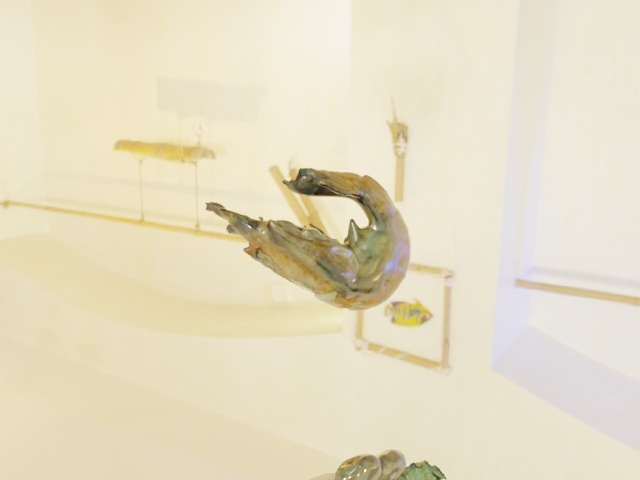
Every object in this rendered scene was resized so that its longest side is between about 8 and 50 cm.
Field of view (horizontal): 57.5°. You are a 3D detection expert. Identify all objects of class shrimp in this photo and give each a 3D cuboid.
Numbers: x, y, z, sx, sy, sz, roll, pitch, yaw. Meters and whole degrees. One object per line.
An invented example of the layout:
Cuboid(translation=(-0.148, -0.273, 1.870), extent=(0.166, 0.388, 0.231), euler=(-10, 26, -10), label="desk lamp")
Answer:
Cuboid(translation=(0.011, -0.013, 0.622), extent=(0.254, 0.145, 0.059), euler=(35, 178, -30), label="shrimp")

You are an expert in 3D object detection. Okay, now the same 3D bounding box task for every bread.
Cuboid(translation=(0.156, 0.451, 1.005), extent=(0.157, 0.103, 0.110), euler=(-25, 147, 8), label="bread")

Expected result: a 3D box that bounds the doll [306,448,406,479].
Cuboid(translation=(0.040, 0.500, 0.794), extent=(0.253, 0.382, 0.379), euler=(-7, 160, -43), label="doll")
